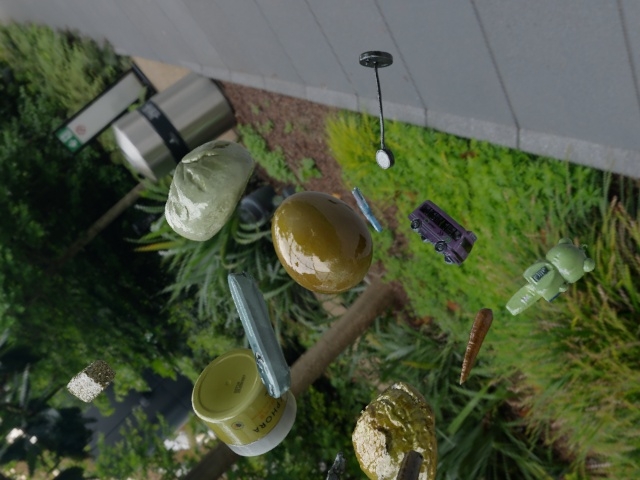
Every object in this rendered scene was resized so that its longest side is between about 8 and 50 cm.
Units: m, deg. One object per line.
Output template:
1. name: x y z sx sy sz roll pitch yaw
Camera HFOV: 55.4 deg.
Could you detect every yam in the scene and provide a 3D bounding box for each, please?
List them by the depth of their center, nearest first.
1. yam: 0.154 0.522 1.198 0.046 0.264 0.046 11 123 19

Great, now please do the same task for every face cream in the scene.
1. face cream: -0.197 0.418 1.585 0.218 0.218 0.179 31 157 50

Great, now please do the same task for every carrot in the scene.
1. carrot: 0.406 0.277 1.608 0.048 0.216 0.048 22 170 4

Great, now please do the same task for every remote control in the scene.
1. remote control: -0.115 0.174 1.146 0.104 0.052 0.247 143 106 -73

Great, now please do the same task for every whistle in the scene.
1. whistle: 0.522 0.089 1.398 0.085 0.227 0.105 33 -163 -45

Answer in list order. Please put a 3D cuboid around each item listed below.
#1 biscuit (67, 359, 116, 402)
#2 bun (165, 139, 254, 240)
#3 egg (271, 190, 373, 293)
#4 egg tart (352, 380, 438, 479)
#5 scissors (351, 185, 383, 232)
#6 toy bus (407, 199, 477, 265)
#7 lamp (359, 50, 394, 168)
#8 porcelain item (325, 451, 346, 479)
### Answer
1. biscuit: -0.605 0.371 1.604 0.082 0.070 0.168 45 132 -5
2. bun: -0.267 -0.127 1.420 0.160 0.259 0.259 31 173 -19
3. egg: 0.000 0.000 1.658 0.322 0.250 0.250 49 171 33
4. egg tart: 0.203 0.561 1.710 0.351 0.153 0.339 -117 36 -48
5. scissors: 0.153 -0.115 2.104 0.125 0.030 0.256 55 -178 31
6. toy bus: 0.310 -0.022 1.556 0.178 0.098 0.087 49 -175 41
7. lamp: 0.217 -0.425 1.965 0.130 0.108 0.371 -2 107 58
8. porcelain item: 0.028 0.634 1.506 0.069 0.216 0.081 10 153 11
